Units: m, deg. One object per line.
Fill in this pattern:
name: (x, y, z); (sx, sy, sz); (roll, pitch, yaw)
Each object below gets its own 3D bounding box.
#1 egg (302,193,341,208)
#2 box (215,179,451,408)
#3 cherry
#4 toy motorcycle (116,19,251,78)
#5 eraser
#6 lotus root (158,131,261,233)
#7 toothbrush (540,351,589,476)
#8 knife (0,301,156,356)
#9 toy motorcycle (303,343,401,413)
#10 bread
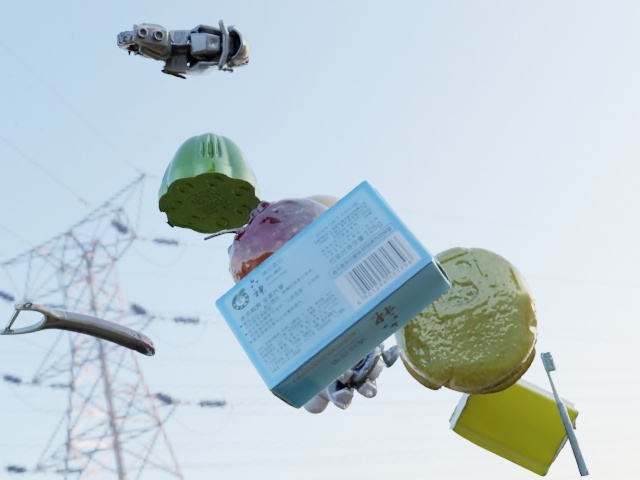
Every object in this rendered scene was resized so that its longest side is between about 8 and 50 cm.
egg: (0.000, 0.000, 2.031); (0.201, 0.201, 0.244); (-14, 20, -3)
box: (0.013, 0.061, 1.100); (0.232, 0.142, 0.083); (-40, -35, 3)
cherry: (-0.028, 0.029, 1.501); (0.250, 0.175, 0.192); (12, 19, 23)
toy motorcycle: (-0.198, -0.294, 1.483); (0.215, 0.080, 0.122); (4, -8, -30)
eraser: (0.386, 0.357, 1.937); (0.226, 0.158, 0.069); (25, 7, 2)
lotus root: (-0.200, -0.127, 1.723); (0.186, 0.186, 0.186); (-13, -24, -6)
toothbrush: (0.409, 0.290, 1.615); (0.019, 0.219, 0.016); (-18, -1, 31)
knife: (-0.428, 0.158, 1.761); (0.278, 0.053, 0.123); (15, -33, -26)
toy motorcycle: (0.030, 0.200, 1.516); (0.171, 0.110, 0.260); (-57, 12, 4)
bread: (0.255, 0.140, 1.696); (0.270, 0.269, 0.148); (-17, -17, 3)
